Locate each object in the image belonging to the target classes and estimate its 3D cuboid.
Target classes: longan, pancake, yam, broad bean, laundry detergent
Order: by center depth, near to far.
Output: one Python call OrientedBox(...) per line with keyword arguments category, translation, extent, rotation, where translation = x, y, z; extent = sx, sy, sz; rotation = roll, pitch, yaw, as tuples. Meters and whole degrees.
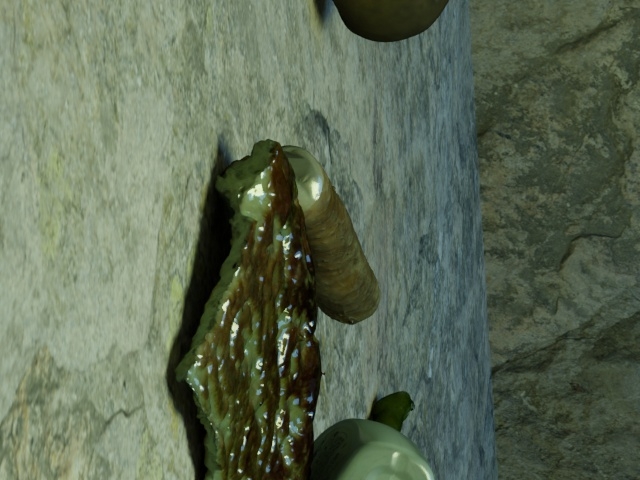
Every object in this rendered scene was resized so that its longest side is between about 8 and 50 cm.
OrientedBox(category="pancake", translation=(-0.063, 0.142, 1.669), extent=(0.305, 0.067, 0.426), rotation=(-64, 154, -51))
OrientedBox(category="laundry detergent", translation=(0.018, 0.279, 1.885), extent=(0.280, 0.105, 0.215), rotation=(172, -61, -78))
OrientedBox(category="yam", translation=(0.000, 0.000, 1.913), extent=(0.356, 0.081, 0.081), rotation=(61, 31, -68))
OrientedBox(category="longan", translation=(0.074, -0.307, 2.063), extent=(0.167, 0.167, 0.187), rotation=(47, 41, -75))
OrientedBox(category="broad bean", translation=(0.081, 0.255, 2.429), extent=(0.053, 0.052, 0.256), rotation=(50, 23, -12))
